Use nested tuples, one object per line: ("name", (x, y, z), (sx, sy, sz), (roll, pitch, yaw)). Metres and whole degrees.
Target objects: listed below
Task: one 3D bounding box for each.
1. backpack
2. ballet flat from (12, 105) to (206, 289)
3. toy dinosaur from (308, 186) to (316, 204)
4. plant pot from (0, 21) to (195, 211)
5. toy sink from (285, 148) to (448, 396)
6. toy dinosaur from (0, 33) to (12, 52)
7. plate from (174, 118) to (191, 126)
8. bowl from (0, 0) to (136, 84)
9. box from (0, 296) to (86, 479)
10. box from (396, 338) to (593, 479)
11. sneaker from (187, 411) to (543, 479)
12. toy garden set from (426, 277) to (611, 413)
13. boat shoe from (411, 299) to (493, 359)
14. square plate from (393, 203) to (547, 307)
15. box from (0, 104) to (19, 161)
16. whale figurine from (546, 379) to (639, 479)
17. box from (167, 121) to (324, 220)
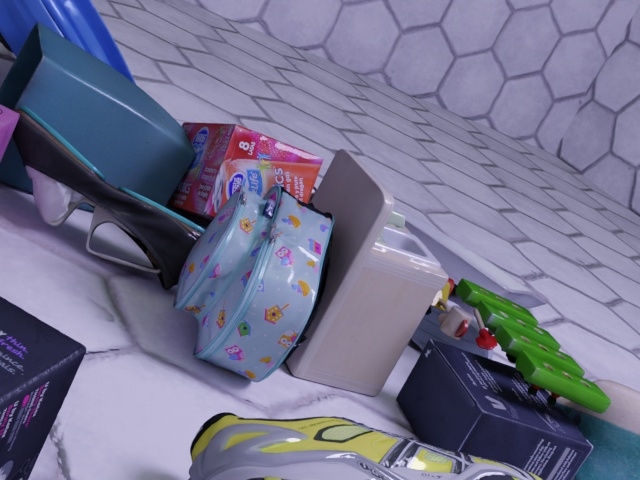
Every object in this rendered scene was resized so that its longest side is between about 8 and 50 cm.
("backpack", (-0.071, 0.048, 1.104), (0.144, 0.166, 0.188), (25, 39, -21))
("ballet flat", (-0.258, -0.041, 1.190), (0.280, 0.096, 0.095), (34, -10, -1))
("toy dinosaur", (0.000, 0.000, 1.502), (0.313, 0.121, 0.160), (51, 4, -42))
("plant pot", (-0.291, -0.135, 1.338), (0.234, 0.165, 0.166), (26, 16, -26))
("toy sink", (0.048, 0.037, 1.217), (0.131, 0.234, 0.153), (18, 18, -29))
("toy dinosaur", (-0.434, -0.308, 1.799), (0.268, 0.064, 0.118), (26, 23, -14))
("plate", (-0.168, -0.129, 1.703), (0.277, 0.045, 0.278), (39, 20, 35))
("bowl", (-0.391, -0.318, 1.537), (0.391, 0.077, 0.391), (60, 4, -7))
("box", (-0.288, 0.117, 0.612), (0.165, 0.143, 0.270), (30, 16, 8))
("box", (0.193, 0.206, 1.184), (0.158, 0.093, 0.156), (21, 17, -24))
("sneaker", (0.067, 0.213, 0.886), (0.384, 0.145, 0.147), (19, 19, -30))
("toy garden set", (0.199, 0.114, 1.230), (0.203, 0.049, 0.244), (25, 14, -20))
("boat shoe", (0.149, 0.101, 1.442), (0.226, 0.083, 0.075), (35, 19, 24))
("square plate", (0.200, 0.016, 1.750), (0.344, 0.049, 0.347), (34, 6, 22))
("box", (-0.456, -0.103, 1.052), (0.213, 0.117, 0.243), (26, 17, -6))
("whale figurine", (0.359, 0.256, 1.290), (0.216, 0.141, 0.272), (25, -8, -11))
("box", (-0.113, -0.079, 1.379), (0.128, 0.123, 0.257), (20, -1, -23))
